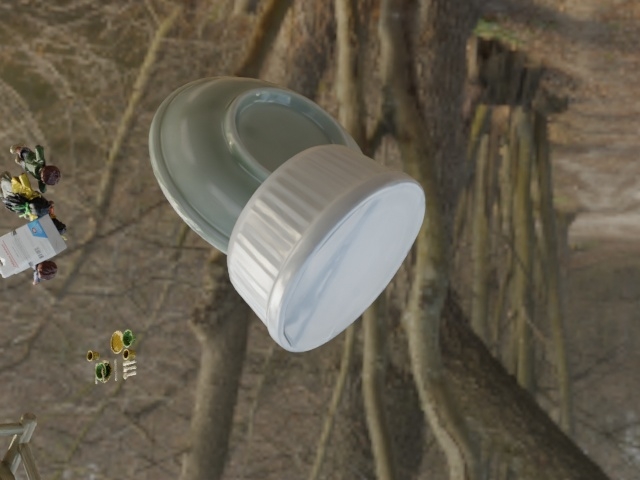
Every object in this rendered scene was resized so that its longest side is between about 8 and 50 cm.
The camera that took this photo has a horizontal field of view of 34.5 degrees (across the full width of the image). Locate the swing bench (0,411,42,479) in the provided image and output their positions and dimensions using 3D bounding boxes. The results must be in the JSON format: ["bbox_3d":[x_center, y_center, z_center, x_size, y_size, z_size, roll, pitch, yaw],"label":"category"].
[{"bbox_3d":[-0.426,0.317,1.038,0.253,0.165,0.254,6,135,-49],"label":"swing bench"}]

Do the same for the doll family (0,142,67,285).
[{"bbox_3d":[-0.374,-0.031,1.349,0.076,0.193,0.111,-30,-138,-31],"label":"doll family"}]

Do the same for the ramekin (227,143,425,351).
[{"bbox_3d":[0.000,0.000,1.308,0.127,0.273,0.273,39,-166,23],"label":"ramekin"}]

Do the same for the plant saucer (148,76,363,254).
[{"bbox_3d":[-0.065,-0.132,1.612,0.401,0.400,0.100,4,141,-31],"label":"plant saucer"}]

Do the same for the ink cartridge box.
[{"bbox_3d":[-0.352,0.007,1.231,0.083,0.048,0.028,-23,-169,21],"label":"ink cartridge box"}]

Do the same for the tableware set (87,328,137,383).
[{"bbox_3d":[-0.435,0.240,2.142,0.154,0.104,0.024,-17,161,42],"label":"tableware set"}]
